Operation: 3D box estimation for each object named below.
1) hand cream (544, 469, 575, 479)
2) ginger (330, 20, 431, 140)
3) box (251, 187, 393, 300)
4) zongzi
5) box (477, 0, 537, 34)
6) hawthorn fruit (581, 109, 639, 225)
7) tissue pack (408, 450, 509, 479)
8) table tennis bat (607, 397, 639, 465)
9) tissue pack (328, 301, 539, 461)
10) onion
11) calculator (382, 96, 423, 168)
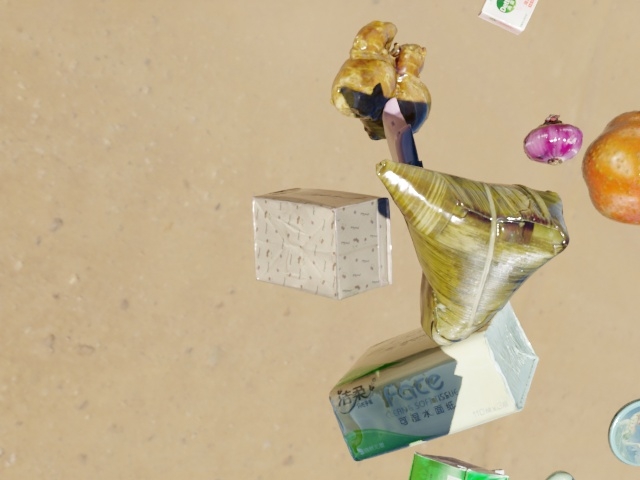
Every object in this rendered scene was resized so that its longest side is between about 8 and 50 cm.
[{"bbox_3d":[0.599,0.604,1.759,0.147,0.306,0.093,-37,138,-20],"label":"hand cream"},{"bbox_3d":[0.168,-0.392,2.119,0.357,0.152,0.274,24,68,-46],"label":"ginger"},{"bbox_3d":[0.000,0.000,2.022,0.190,0.297,0.225,-15,108,-45],"label":"box"},{"bbox_3d":[0.159,0.015,1.182,0.288,0.134,0.286,15,131,-18],"label":"zongzi"},{"bbox_3d":[0.361,-0.460,1.564,0.043,0.089,0.125,-86,-160,-87],"label":"box"},{"bbox_3d":[0.762,-0.156,1.923,0.275,0.300,0.275,-42,142,-44],"label":"hawthorn fruit"},{"bbox_3d":[0.226,0.465,1.355,0.156,0.148,0.209,17,80,-32],"label":"tissue pack"},{"bbox_3d":[0.716,0.388,1.760,0.237,0.038,0.149,-20,101,-4],"label":"table tennis bat"},{"bbox_3d":[0.264,0.313,1.931,0.205,0.405,0.332,66,24,-1],"label":"tissue pack"},{"bbox_3d":[0.455,-0.198,1.645,0.115,0.115,0.104,13,77,-57],"label":"onion"},{"bbox_3d":[0.178,-0.130,1.704,0.043,0.194,0.294,-16,123,0],"label":"calculator"}]
